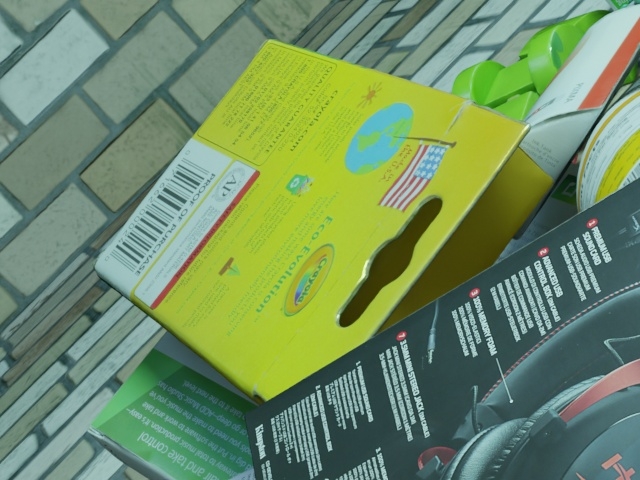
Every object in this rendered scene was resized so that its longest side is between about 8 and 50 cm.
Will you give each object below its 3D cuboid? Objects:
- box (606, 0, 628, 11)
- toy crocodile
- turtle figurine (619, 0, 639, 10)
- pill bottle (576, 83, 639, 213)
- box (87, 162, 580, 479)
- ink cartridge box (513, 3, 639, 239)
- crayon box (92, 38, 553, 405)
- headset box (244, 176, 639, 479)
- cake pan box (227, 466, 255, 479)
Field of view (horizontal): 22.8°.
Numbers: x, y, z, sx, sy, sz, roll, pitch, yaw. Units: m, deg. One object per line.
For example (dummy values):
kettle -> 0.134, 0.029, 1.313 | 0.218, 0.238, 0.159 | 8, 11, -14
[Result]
box -> 0.303, -0.287, 1.181 | 0.262, 0.231, 0.127 | -24, 23, 50
toy crocodile -> 0.153, -0.064, 1.234 | 0.115, 0.105, 0.340 | -23, 29, 46
turtle figurine -> 0.261, -0.125, 1.068 | 0.234, 0.118, 0.175 | -62, 4, -11
pill bottle -> 0.209, -0.015, 0.842 | 0.136, 0.136, 0.245 | -40, 12, 13
box -> 0.025, 0.057, 1.055 | 0.232, 0.058, 0.322 | 24, 67, 41
ink cartridge box -> 0.162, -0.103, 0.951 | 0.145, 0.045, 0.179 | -51, -12, -45
crayon box -> 0.000, 0.000, 0.942 | 0.202, 0.081, 0.318 | -52, 29, -4
headset box -> 0.128, 0.099, 0.628 | 0.293, 0.110, 0.218 | -33, 37, 14
cake pan box -> -0.089, 0.268, 0.862 | 0.246, 0.070, 0.267 | -35, 31, 38
